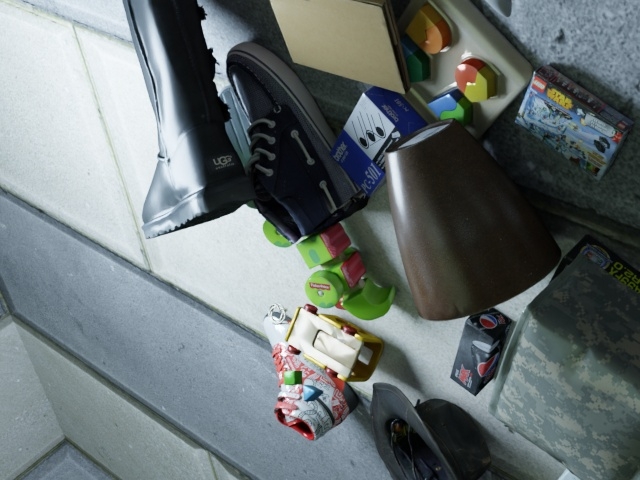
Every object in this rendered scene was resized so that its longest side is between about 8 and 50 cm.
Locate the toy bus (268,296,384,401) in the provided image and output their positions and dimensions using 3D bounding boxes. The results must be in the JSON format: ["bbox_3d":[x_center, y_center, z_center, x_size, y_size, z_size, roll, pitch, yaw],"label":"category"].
[{"bbox_3d":[0.021,0.190,1.988,0.191,0.104,0.202,-26,68,30],"label":"toy bus"}]

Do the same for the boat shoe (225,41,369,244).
[{"bbox_3d":[-0.074,-0.154,1.694,0.340,0.158,0.127,51,149,0],"label":"boat shoe"}]

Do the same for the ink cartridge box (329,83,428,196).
[{"bbox_3d":[0.083,-0.150,1.581,0.097,0.046,0.207,48,156,7],"label":"ink cartridge box"}]

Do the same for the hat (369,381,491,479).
[{"bbox_3d":[0.220,0.383,1.901,0.331,0.134,0.331,52,154,38],"label":"hat"}]

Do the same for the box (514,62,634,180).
[{"bbox_3d":[0.317,-0.149,1.319,0.137,0.027,0.094,39,148,19],"label":"box"}]

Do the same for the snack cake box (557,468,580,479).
[{"bbox_3d":[0.507,0.410,1.599,0.264,0.089,0.152,42,146,15],"label":"snack cake box"}]

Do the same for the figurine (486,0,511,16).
[{"bbox_3d":[0.182,-0.380,1.204,0.209,0.092,0.215,41,149,9],"label":"figurine"}]

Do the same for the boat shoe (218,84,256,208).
[{"bbox_3d":[-0.139,-0.167,1.843,0.076,0.083,0.226,-102,3,-70],"label":"boat shoe"}]

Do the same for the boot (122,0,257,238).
[{"bbox_3d":[-0.260,-0.245,1.745,0.367,0.146,0.445,-19,89,60],"label":"boot"}]

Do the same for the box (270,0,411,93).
[{"bbox_3d":[0.023,-0.288,1.454,0.201,0.021,0.164,21,152,30],"label":"box"}]

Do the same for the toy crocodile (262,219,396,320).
[{"bbox_3d":[0.000,0.000,1.808,0.105,0.115,0.340,-27,103,39],"label":"toy crocodile"}]

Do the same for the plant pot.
[{"bbox_3d":[0.185,-0.043,1.437,0.215,0.215,0.230,-9,111,55],"label":"plant pot"}]

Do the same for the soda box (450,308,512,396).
[{"bbox_3d":[0.260,0.180,1.712,0.060,0.053,0.169,36,146,24],"label":"soda box"}]

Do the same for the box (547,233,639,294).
[{"bbox_3d":[0.403,0.146,1.484,0.216,0.060,0.270,40,147,19],"label":"box"}]

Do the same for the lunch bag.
[{"bbox_3d":[0.361,0.203,1.380,0.235,0.169,0.287,37,141,22],"label":"lunch bag"}]

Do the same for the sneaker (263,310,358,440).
[{"bbox_3d":[-0.057,0.280,2.141,0.270,0.145,0.090,49,149,4],"label":"sneaker"}]

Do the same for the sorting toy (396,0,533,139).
[{"bbox_3d":[0.168,-0.231,1.416,0.193,0.038,0.208,48,149,6],"label":"sorting toy"}]
